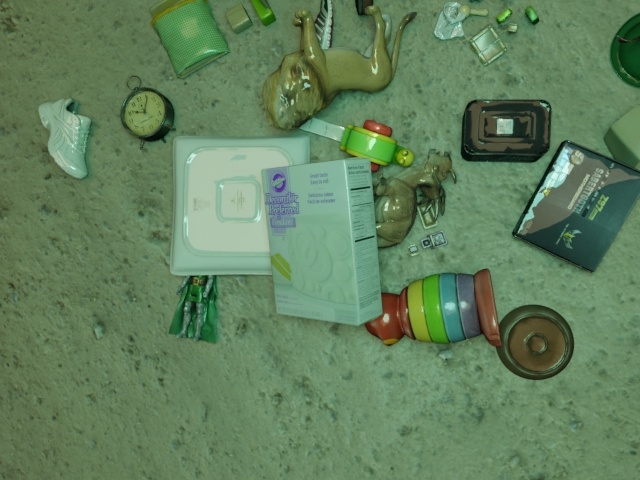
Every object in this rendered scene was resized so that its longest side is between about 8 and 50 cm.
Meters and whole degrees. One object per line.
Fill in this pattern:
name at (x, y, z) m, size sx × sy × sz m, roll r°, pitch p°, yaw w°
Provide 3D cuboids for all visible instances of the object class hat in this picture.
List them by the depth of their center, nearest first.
hat at (0.712, -0.417, 1.056) m, size 0.173 × 0.183 × 0.209 m, roll 38°, pitch 94°, yaw 10°

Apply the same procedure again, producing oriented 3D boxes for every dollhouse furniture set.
dollhouse furniture set at (0.231, -0.032, 1.176) m, size 0.090 × 0.081 × 0.115 m, roll -19°, pitch 84°, yaw 9°
dollhouse furniture set at (0.426, -0.479, 1.195) m, size 0.151 × 0.058 × 0.076 m, roll -35°, pitch 89°, yaw 26°
dollhouse furniture set at (-0.292, -0.572, 1.267) m, size 0.301 × 0.151 × 0.198 m, roll -27°, pitch 83°, yaw 8°

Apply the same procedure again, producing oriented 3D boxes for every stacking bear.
stacking bear at (0.234, 0.159, 1.133) m, size 0.288 × 0.175 × 0.165 m, roll -10°, pitch 71°, yaw 18°

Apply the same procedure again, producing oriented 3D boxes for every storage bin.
storage bin at (0.411, -0.243, 1.154) m, size 0.180 × 0.084 × 0.122 m, roll 3°, pitch 88°, yaw 10°

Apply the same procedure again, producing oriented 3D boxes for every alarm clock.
alarm clock at (-0.450, -0.340, 1.329) m, size 0.129 × 0.064 × 0.192 m, roll -26°, pitch 85°, yaw 8°

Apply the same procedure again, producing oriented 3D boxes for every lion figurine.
lion figurine at (0.052, -0.393, 1.179) m, size 0.391 × 0.142 × 0.241 m, roll -11°, pitch 102°, yaw -11°

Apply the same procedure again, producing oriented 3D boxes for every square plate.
square plate at (-0.195, -0.089, 1.248) m, size 0.343 × 0.049 × 0.348 m, roll 0°, pitch 85°, yaw 0°

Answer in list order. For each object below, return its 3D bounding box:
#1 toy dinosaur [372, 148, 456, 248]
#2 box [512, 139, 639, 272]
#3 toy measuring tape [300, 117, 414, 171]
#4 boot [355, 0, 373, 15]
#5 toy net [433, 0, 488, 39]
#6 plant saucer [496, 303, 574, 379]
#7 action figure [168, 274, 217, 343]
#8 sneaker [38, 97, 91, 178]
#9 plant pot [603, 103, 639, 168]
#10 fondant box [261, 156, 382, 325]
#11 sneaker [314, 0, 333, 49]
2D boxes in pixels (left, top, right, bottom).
toy dinosaur at (0.175, -0.066, 1.150) m, size 0.200 × 0.127 × 0.296 m, roll 18°, pitch 118°, yaw -15°
box at (0.554, -0.073, 1.112) m, size 0.183 × 0.059 × 0.233 m, roll 28°, pitch 104°, yaw 10°
toy measuring tape at (0.060, -0.240, 1.199) m, size 0.329 × 0.121 × 0.122 m, roll 21°, pitch 91°, yaw 10°
boot at (0.228, -0.652, 1.228) m, size 0.280 × 0.096 × 0.265 m, roll 10°, pitch 88°, yaw -1°
toy net at (0.351, -0.567, 1.187) m, size 0.232 × 0.045 × 0.122 m, roll -40°, pitch 99°, yaw 5°
plant saucer at (0.477, 0.227, 1.144) m, size 0.168 × 0.029 × 0.169 m, roll -1°, pitch 86°, yaw 11°
action figure at (-0.306, 0.129, 1.281) m, size 0.137 × 0.063 × 0.233 m, roll 7°, pitch 85°, yaw 14°
sneaker at (-0.651, -0.277, 1.352) m, size 0.115 × 0.090 × 0.232 m, roll -24°, pitch 84°, yaw 5°
plant pot at (0.675, -0.222, 1.097) m, size 0.109 × 0.109 × 0.096 m, roll -39°, pitch 71°, yaw 6°
fondant box at (0.000, 0.000, 1.103) m, size 0.238 × 0.096 × 0.331 m, roll 0°, pitch 98°, yaw 41°
sneaker at (-0.008, -0.511, 1.256) m, size 0.074 × 0.063 × 0.171 m, roll 6°, pitch 93°, yaw 5°
